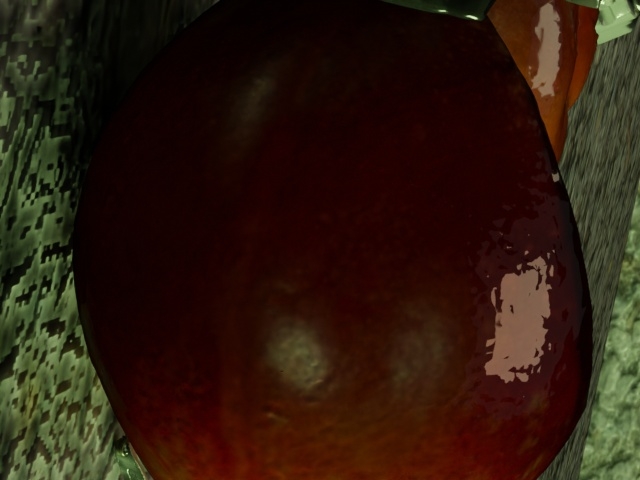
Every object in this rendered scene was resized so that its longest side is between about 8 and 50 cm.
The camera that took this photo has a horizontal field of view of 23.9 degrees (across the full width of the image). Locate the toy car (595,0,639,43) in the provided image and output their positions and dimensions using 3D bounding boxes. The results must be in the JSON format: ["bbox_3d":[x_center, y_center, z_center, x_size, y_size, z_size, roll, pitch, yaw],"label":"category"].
[{"bbox_3d":[0.232,-0.261,1.366,0.166,0.198,0.314,63,28,-13],"label":"toy car"}]

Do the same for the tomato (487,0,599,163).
[{"bbox_3d":[0.083,-0.134,0.963,0.260,0.180,0.259,15,90,-75],"label":"tomato"}]

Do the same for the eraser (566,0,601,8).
[{"bbox_3d":[0.135,-0.188,0.654,0.104,0.023,0.150,86,24,-55],"label":"eraser"}]

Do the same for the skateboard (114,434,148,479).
[{"bbox_3d":[-0.088,0.112,0.866,0.083,0.032,0.063,-56,143,-43],"label":"skateboard"}]

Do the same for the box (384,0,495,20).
[{"bbox_3d":[0.031,-0.294,0.608,0.251,0.204,0.345,-45,149,-61],"label":"box"}]

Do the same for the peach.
[{"bbox_3d":[0.000,0.000,0.711,0.245,0.249,0.274,-10,100,-50],"label":"peach"}]
